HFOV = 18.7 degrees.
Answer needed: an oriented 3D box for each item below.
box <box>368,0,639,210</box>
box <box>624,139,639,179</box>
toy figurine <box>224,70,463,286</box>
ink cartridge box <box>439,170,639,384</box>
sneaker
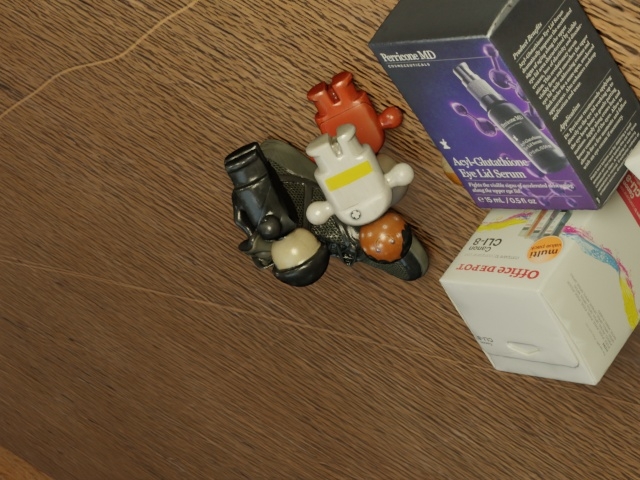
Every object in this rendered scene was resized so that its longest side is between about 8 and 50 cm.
[{"bbox_3d":[0.167,-0.134,1.687,0.153,0.108,0.207,1,136,51],"label":"box"},{"bbox_3d":[0.328,-0.072,1.595,0.102,0.101,0.087,45,153,-14],"label":"box"},{"bbox_3d":[0.041,-0.062,1.840,0.209,0.213,0.148,-8,117,49],"label":"toy figurine"},{"bbox_3d":[0.224,0.025,1.790,0.128,0.176,0.127,4,138,47],"label":"ink cartridge box"},{"bbox_3d":[0.000,0.000,2.079,0.227,0.130,0.087,33,155,4],"label":"sneaker"}]
